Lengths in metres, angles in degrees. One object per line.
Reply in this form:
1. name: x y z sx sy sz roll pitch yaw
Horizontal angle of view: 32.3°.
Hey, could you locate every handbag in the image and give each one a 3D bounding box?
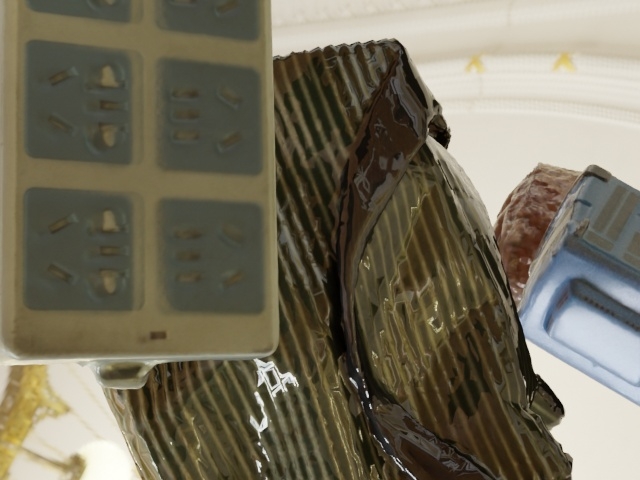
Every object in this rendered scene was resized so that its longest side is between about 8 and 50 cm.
1. handbag: -0.002 0.051 0.654 0.240 0.247 0.341 -21 -94 6

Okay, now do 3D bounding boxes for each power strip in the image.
1. power strip: -0.074 -0.128 0.425 0.043 0.106 0.367 -14 -104 61

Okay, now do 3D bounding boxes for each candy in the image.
1. candy: 0.324 0.011 1.618 0.157 0.214 0.289 17 -139 10

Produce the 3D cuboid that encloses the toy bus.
1. toy bus: 0.261 0.058 0.802 0.133 0.234 0.116 -47 163 -47
